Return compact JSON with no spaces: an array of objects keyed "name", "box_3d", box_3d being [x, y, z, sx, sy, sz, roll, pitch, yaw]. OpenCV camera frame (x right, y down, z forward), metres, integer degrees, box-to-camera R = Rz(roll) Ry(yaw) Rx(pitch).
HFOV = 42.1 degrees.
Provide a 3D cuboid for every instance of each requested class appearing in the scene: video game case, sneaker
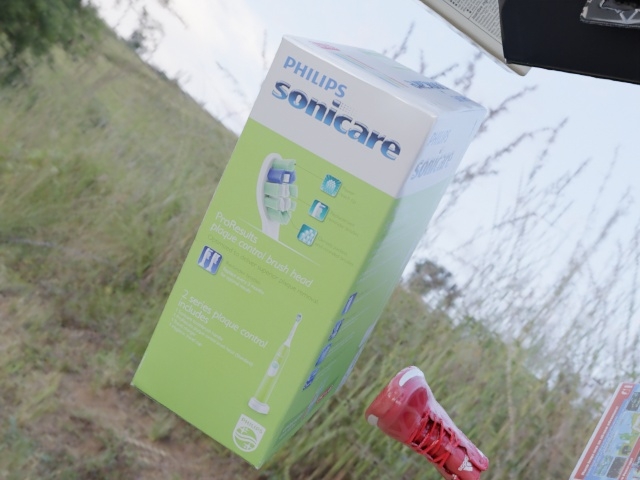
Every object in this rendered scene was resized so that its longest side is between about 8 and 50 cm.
[{"name":"video game case","box_3d":[0.524,0.298,1.214,0.025,0.204,0.285,50,-29,-20]},{"name":"sneaker","box_3d":[0.137,0.223,0.959,0.128,0.087,0.221,40,1,26]}]

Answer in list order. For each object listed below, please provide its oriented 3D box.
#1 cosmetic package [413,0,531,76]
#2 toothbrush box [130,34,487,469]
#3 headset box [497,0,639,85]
[{"name":"cosmetic package","box_3d":[0.202,-0.383,1.162,0.309,0.160,0.113,35,12,-8]},{"name":"toothbrush box","box_3d":[0.000,0.000,0.648,0.122,0.283,0.206,31,19,13]},{"name":"headset box","box_3d":[0.281,-0.196,0.525,0.246,0.283,0.131,28,-43,52]}]
